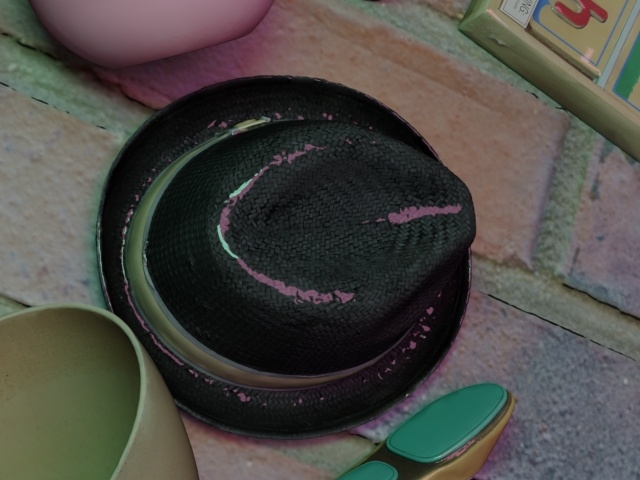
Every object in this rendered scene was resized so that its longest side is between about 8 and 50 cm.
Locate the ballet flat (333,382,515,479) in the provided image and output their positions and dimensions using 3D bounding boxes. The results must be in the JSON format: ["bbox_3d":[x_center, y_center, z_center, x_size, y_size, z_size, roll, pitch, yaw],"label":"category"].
[{"bbox_3d":[0.068,0.198,1.334,0.232,0.080,0.073,-30,121,-25],"label":"ballet flat"}]

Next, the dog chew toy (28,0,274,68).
[{"bbox_3d":[-0.147,-0.301,1.231,0.207,0.207,0.331,-19,100,-27],"label":"dog chew toy"}]

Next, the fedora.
[{"bbox_3d":[0.000,0.000,1.287,0.334,0.152,0.334,5,78,-24],"label":"fedora"}]

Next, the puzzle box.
[{"bbox_3d":[0.324,-0.285,1.555,0.272,0.052,0.409,33,67,-16],"label":"puzzle box"}]

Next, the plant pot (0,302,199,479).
[{"bbox_3d":[-0.189,0.211,1.112,0.284,0.284,0.191,-52,128,-24],"label":"plant pot"}]
